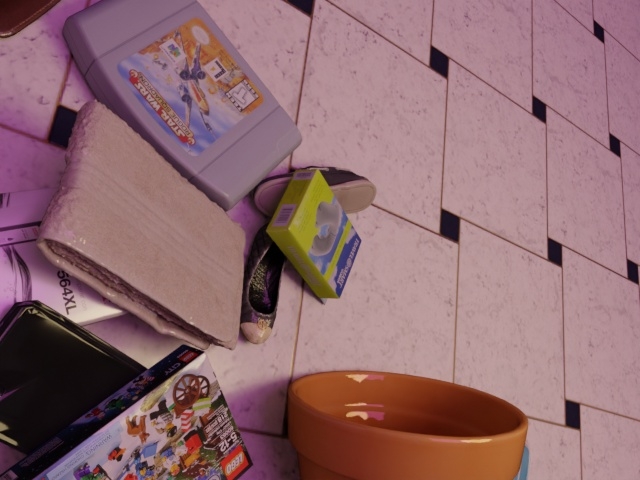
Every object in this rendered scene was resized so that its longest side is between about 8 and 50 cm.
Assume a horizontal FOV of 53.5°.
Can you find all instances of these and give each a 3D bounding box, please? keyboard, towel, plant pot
[{"bbox_3d":[-0.231,0.218,0.640,0.317,0.033,0.201,47,62,-36],"label":"keyboard"},{"bbox_3d":[-0.178,-0.003,0.702,0.282,0.049,0.187,47,33,-45],"label":"towel"},{"bbox_3d":[0.094,0.293,0.785,0.291,0.291,0.203,5,92,-38],"label":"plant pot"}]

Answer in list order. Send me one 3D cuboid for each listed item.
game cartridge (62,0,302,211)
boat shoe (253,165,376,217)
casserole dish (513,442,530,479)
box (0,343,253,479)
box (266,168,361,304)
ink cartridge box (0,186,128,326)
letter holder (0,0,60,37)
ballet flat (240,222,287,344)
[{"bbox_3d":[-0.173,-0.190,0.821,0.297,0.062,0.198,50,48,-13],"label":"game cartridge"},{"bbox_3d":[-0.015,-0.074,0.936,0.206,0.075,0.065,-5,38,-34],"label":"boat shoe"},{"bbox_3d":[0.307,0.399,1.064,0.114,0.037,0.188,37,56,-26],"label":"casserole dish"},{"bbox_3d":[-0.187,0.235,0.632,0.233,0.044,0.159,-36,118,-36],"label":"box"},{"bbox_3d":[0.000,0.000,0.883,0.178,0.043,0.109,55,47,-42],"label":"box"},{"bbox_3d":[-0.314,0.031,0.632,0.203,0.086,0.148,-14,87,-40],"label":"ink cartridge box"},{"bbox_3d":[-0.328,-0.405,0.704,0.214,0.152,0.301,41,56,-25],"label":"letter holder"},{"bbox_3d":[-0.074,0.052,0.845,0.058,0.049,0.173,21,65,-32],"label":"ballet flat"}]
